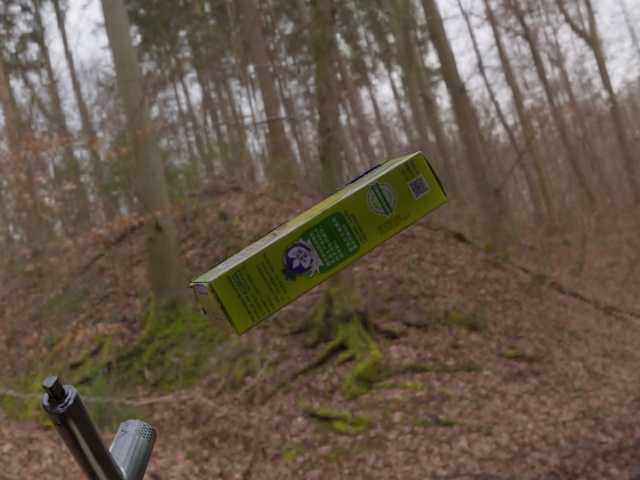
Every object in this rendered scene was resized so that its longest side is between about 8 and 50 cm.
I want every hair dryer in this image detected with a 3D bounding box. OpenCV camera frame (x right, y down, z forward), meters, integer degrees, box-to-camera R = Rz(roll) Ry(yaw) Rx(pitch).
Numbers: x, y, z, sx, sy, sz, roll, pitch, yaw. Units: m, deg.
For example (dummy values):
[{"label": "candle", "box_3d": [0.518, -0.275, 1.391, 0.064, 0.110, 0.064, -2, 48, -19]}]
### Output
[{"label": "hair dryer", "box_3d": [-0.338, 0.340, 1.240, 0.155, 0.320, 0.284, -15, -44, 25]}]

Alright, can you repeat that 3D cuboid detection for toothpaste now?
[{"label": "toothpaste", "box_3d": [0.000, 0.000, 1.167, 0.327, 0.077, 0.110, -32, 10, -18]}]
